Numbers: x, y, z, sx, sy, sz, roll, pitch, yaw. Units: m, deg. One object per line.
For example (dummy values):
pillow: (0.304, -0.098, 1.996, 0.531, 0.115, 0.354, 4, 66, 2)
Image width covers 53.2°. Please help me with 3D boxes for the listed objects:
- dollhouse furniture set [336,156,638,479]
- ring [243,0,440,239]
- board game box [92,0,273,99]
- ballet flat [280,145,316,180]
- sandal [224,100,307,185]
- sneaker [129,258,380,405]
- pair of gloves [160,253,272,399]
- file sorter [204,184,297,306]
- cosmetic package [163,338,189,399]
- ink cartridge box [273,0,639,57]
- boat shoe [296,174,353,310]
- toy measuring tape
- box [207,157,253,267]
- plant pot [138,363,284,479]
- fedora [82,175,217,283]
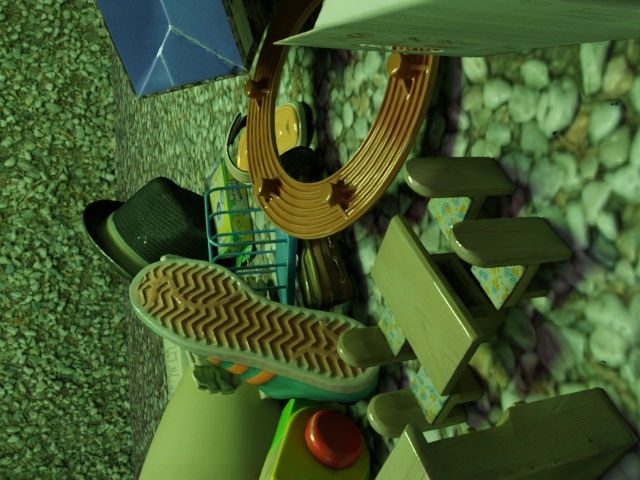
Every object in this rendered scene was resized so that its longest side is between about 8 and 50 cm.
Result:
dollhouse furniture set: (0.081, 0.088, 0.488, 0.242, 0.160, 0.212, -117, 33, -41)
ring: (-0.002, -0.170, 0.684, 0.336, 0.032, 0.337, -19, 66, 52)
board game box: (-0.168, -0.343, 0.776, 0.291, 0.141, 0.232, -86, -17, -57)
ballet flat: (-0.045, -0.057, 0.871, 0.057, 0.049, 0.173, -121, 32, -40)
sandal: (-0.100, -0.149, 0.948, 0.265, 0.076, 0.102, 163, 102, -65)
sneaker: (-0.079, 0.120, 0.738, 0.121, 0.302, 0.108, 93, -159, -53)
pair of gloves: (-0.124, 0.124, 0.916, 0.042, 0.240, 0.204, -30, 62, 19)
file sorter: (-0.090, 0.025, 0.824, 0.118, 0.104, 0.170, -103, 12, -46)
cosmetic package: (-0.201, 0.308, 1.178, 0.153, 0.129, 0.296, 153, 110, -65)
ink cartridge box: (0.095, -0.150, 0.388, 0.232, 0.189, 0.066, -149, 59, -61)
boat shoe: (0.000, 0.000, 0.776, 0.064, 0.060, 0.178, 102, 161, -61)
toy measuring tape: (-0.012, 0.284, 0.685, 0.330, 0.121, 0.122, -69, -8, -59)
box: (-0.161, -0.045, 1.139, 0.105, 0.043, 0.179, 140, 121, -61)
plant pot: (-0.145, 0.308, 0.961, 0.257, 0.256, 0.274, 114, 159, -46)
fedora: (-0.289, -0.021, 1.231, 0.153, 0.334, 0.334, -53, 37, 11)
